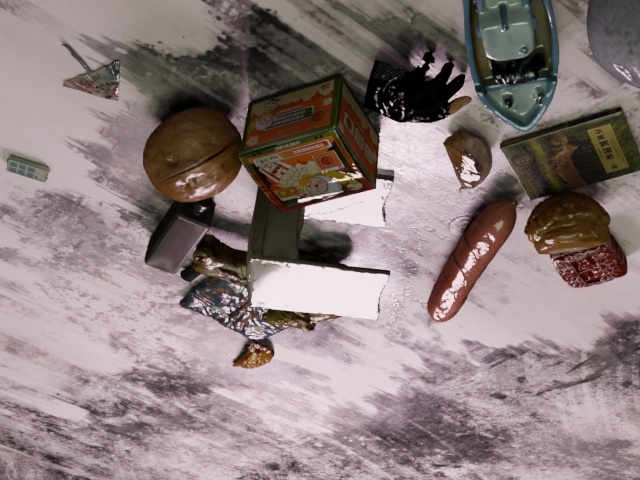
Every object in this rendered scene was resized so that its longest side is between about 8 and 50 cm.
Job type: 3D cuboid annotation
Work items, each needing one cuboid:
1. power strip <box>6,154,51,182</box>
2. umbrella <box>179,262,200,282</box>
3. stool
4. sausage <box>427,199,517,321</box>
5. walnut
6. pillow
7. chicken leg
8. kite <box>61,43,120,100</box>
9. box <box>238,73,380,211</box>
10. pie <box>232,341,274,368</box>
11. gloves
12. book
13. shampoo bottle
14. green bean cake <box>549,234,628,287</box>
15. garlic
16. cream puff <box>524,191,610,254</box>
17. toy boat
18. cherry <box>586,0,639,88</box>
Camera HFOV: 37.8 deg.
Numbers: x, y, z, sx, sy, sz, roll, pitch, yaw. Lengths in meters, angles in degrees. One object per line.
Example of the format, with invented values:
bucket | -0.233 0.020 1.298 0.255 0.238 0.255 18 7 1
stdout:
power strip | -0.603 -0.147 1.927 0.090 0.016 0.040 18 141 -14
umbrella | -0.271 0.059 2.138 0.036 0.031 0.133 11 149 -43
stool | 0.000 0.000 1.842 0.270 0.243 0.170 7 143 0
sausage | 0.314 0.049 1.991 0.088 0.087 0.433 13 141 -8
walnut | -0.235 -0.159 1.741 0.207 0.167 0.167 -21 135 29
pillow | -0.192 0.163 2.263 0.256 0.034 0.189 32 134 -27
chicken leg | -0.105 0.098 2.079 0.361 0.140 0.211 11 122 -1
kite | -0.419 -0.303 1.703 0.139 0.011 0.156 -15 138 23
box | -0.016 -0.170 1.701 0.195 0.148 0.177 -12 140 24
pie | -0.164 0.305 2.434 0.088 0.033 0.191 2 155 -20
gloves | 0.170 -0.248 1.604 0.181 0.106 0.129 12 141 -1
book | 0.469 -0.158 1.743 0.228 0.024 0.160 -15 136 27
shampoo bottle | -0.295 -0.024 1.990 0.080 0.079 0.246 21 140 -19
green bean cake | 0.562 0.042 1.965 0.136 0.056 0.135 -19 137 30
garlic | 0.286 -0.151 1.757 0.084 0.066 0.152 14 149 39
cream puff | 0.479 -0.036 1.819 0.165 0.115 0.150 -5 172 3
toy boat | 0.305 -0.303 1.489 0.145 0.133 0.331 -7 141 15
cherry | 0.507 -0.330 1.323 0.255 0.296 0.218 -39 131 7
